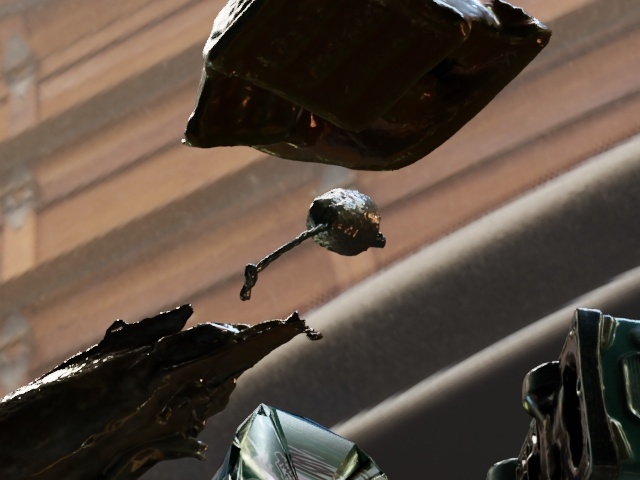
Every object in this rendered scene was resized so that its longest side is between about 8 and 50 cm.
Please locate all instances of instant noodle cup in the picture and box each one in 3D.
[{"bbox_3d":[-0.041,0.313,1.337,0.178,0.240,0.240,-50,-149,27],"label":"instant noodle cup"}]

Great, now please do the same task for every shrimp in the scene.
[{"bbox_3d":[-0.088,0.106,0.522,0.223,0.047,0.126,-34,-109,3],"label":"shrimp"}]

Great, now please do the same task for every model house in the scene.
[{"bbox_3d":[-0.002,-0.136,1.041,0.268,0.239,0.173,-43,-107,24],"label":"model house"}]

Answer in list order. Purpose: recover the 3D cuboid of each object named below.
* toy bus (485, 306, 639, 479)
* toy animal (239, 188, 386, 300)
[{"bbox_3d":[0.192,0.167,0.868,0.147,0.256,0.128,7,-132,-4],"label":"toy bus"},{"bbox_3d":[0.003,-0.006,1.436,0.070,0.079,0.253,2,-165,28],"label":"toy animal"}]
